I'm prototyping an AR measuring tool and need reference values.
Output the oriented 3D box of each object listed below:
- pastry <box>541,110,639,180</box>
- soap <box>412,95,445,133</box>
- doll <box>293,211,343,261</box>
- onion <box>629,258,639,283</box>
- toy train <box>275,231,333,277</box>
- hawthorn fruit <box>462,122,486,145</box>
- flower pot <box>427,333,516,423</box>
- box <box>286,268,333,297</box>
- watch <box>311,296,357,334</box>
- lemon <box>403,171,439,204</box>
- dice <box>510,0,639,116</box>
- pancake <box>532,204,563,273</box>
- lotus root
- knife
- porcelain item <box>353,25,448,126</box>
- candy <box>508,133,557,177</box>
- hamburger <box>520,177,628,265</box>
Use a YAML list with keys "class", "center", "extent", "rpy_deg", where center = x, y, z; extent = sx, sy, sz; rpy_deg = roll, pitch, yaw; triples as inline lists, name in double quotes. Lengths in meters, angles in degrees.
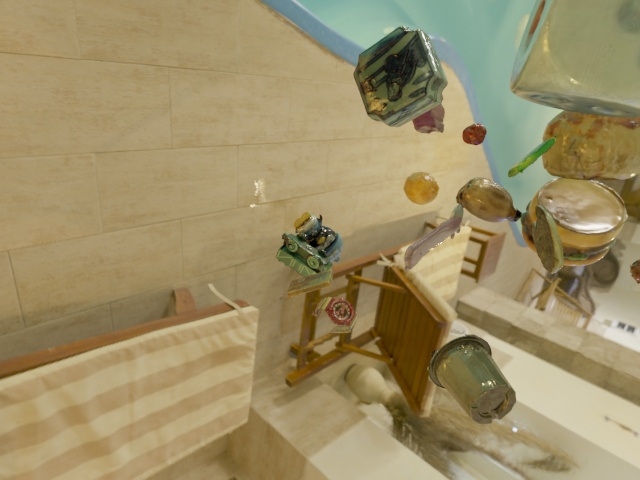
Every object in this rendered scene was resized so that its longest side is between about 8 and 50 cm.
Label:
- class: "pastry"
  center: [1.053, -0.390, 1.537]
  extent: [0.389, 0.389, 0.312]
  rpy_deg: [-12, 107, -46]
- class: "soap"
  center: [0.469, -0.573, 1.767]
  extent: [0.289, 0.112, 0.182]
  rpy_deg: [-16, 102, -62]
- class: "doll"
  center: [0.000, 0.000, 1.927]
  extent: [0.177, 0.141, 0.314]
  rpy_deg: [-43, 122, -1]
- class: "onion"
  center: [1.199, 0.167, 1.250]
  extent: [0.354, 0.354, 0.353]
  rpy_deg: [-25, 126, -39]
- class: "toy train"
  center: [-0.076, 0.074, 1.820]
  extent: [0.115, 0.270, 0.154]
  rpy_deg: [-47, 168, -53]
- class: "hawthorn fruit"
  center: [0.591, -0.410, 1.554]
  extent: [0.093, 0.093, 0.093]
  rpy_deg: [-25, 126, -39]
- class: "flower pot"
  center: [0.603, 0.549, 1.566]
  extent: [0.291, 0.259, 0.290]
  rpy_deg: [-6, 115, -13]
- class: "box"
  center: [-0.034, 0.145, 1.367]
  extent: [0.089, 0.156, 0.022]
  rpy_deg: [-73, 142, -66]
- class: "watch"
  center: [0.048, 0.308, 1.609]
  extent: [0.165, 0.268, 0.102]
  rpy_deg: [39, 63, -6]
- class: "lemon"
  center: [0.438, -0.233, 1.769]
  extent: [0.142, 0.187, 0.142]
  rpy_deg: [-6, 116, -12]
- class: "dice"
  center: [0.544, -0.394, 0.772]
  extent: [0.265, 0.263, 0.267]
  rpy_deg: [-39, 145, -70]
- class: "pancake"
  center: [0.819, -0.003, 1.457]
  extent: [0.253, 0.037, 0.253]
  rpy_deg: [-12, 90, -78]
- class: "lotus root"
  center: [0.760, -0.164, 1.781]
  extent: [0.310, 0.183, 0.182]
  rpy_deg: [28, 86, -7]
- class: "knife"
  center: [0.412, -0.014, 1.449]
  extent: [0.399, 0.038, 0.132]
  rpy_deg: [-31, 125, -38]
- class: "porcelain item"
  center: [0.274, -0.568, 1.412]
  extent: [0.157, 0.282, 0.285]
  rpy_deg: [-9, 80, -53]
- class: "candy"
  center: [0.742, -0.294, 1.411]
  extent: [0.178, 0.032, 0.102]
  rpy_deg: [-41, 178, 3]
- class: "hamburger"
  center: [1.117, -0.069, 1.823]
  extent: [0.396, 0.396, 0.277]
  rpy_deg: [-43, 147, -26]
